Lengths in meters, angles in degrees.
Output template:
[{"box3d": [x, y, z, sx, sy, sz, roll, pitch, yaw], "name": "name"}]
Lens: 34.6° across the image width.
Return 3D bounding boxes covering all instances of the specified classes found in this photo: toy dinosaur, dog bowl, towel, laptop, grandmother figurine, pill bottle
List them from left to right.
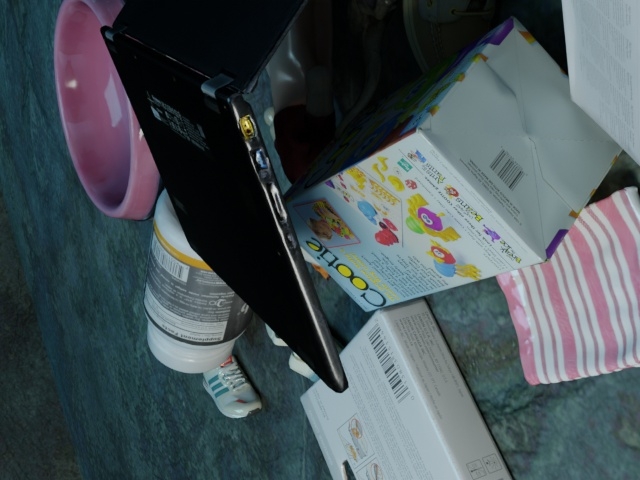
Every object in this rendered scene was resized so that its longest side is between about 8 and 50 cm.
[{"box3d": [-0.276, -0.210, 1.543, 0.408, 0.150, 0.408, 32, 128, 53], "name": "dog bowl"}, {"box3d": [-0.164, 0.052, 1.441, 0.162, 0.162, 0.278, 56, 147, 33], "name": "pill bottle"}, {"box3d": [-0.026, -0.154, 0.904, 0.382, 0.236, 0.408, 37, 150, 60], "name": "laptop"}, {"box3d": [-0.015, -0.139, 1.121, 0.208, 0.104, 0.342, 130, 131, -83], "name": "grandmother figurine"}, {"box3d": [0.053, -0.228, 0.979, 0.118, 0.064, 0.268, 129, 151, -50], "name": "toy dinosaur"}, {"box3d": [0.220, 0.047, 0.879, 0.197, 0.029, 0.144, -28, 78, 61], "name": "towel"}]

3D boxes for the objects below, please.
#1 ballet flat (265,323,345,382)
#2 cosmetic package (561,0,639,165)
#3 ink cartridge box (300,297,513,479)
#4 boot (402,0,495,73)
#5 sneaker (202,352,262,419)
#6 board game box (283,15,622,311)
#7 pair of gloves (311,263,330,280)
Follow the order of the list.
[{"box3d": [-0.022, 0.134, 1.315, 0.206, 0.067, 0.073, 48, 139, 41], "name": "ballet flat"}, {"box3d": [0.209, -0.150, 0.671, 0.099, 0.060, 0.239, 58, 177, 34], "name": "cosmetic package"}, {"box3d": [0.099, 0.251, 1.148, 0.296, 0.066, 0.261, 66, 150, 20], "name": "ink cartridge box"}, {"box3d": [0.143, -0.224, 0.857, 0.165, 0.077, 0.213, 6, 107, 57], "name": "boot"}, {"box3d": [-0.143, 0.212, 1.578, 0.161, 0.057, 0.075, 34, 136, 55], "name": "sneaker"}, {"box3d": [0.097, -0.052, 0.891, 0.144, 0.142, 0.275, 45, 153, -12], "name": "board game box"}, {"box3d": [0.000, 0.000, 1.278, 0.074, 0.010, 0.083, 50, 140, 42], "name": "pair of gloves"}]
